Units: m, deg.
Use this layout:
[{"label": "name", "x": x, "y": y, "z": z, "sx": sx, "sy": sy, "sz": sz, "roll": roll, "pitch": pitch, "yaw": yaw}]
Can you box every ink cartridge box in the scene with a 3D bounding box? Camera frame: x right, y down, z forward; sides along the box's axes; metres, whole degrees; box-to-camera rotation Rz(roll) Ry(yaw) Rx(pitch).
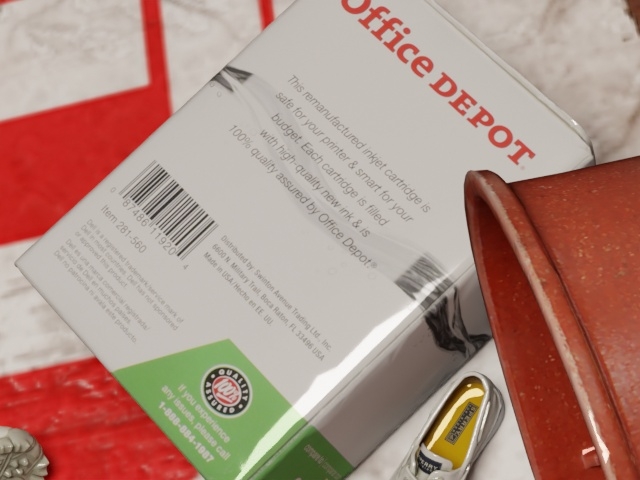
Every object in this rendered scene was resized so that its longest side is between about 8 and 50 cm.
[{"label": "ink cartridge box", "x": 0.000, "y": 0.000, "z": 0.851, "sx": 0.219, "sy": 0.092, "sz": 0.160, "roll": -43, "pitch": 65, "yaw": -4}]

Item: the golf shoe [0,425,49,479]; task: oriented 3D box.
[{"label": "golf shoe", "x": -0.218, "y": 0.114, "z": 0.886, "sx": 0.176, "sy": 0.069, "sz": 0.086, "roll": -22, "pitch": 51, "yaw": 0}]

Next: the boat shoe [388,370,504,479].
[{"label": "boat shoe", "x": 0.049, "y": 0.102, "z": 0.829, "sx": 0.035, "sy": 0.035, "sz": 0.100, "roll": 28, "pitch": 78, "yaw": 23}]

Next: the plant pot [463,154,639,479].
[{"label": "plant pot", "x": 0.219, "y": 0.063, "z": 0.687, "sx": 0.265, "sy": 0.272, "sz": 0.272, "roll": -18, "pitch": 65, "yaw": -1}]
